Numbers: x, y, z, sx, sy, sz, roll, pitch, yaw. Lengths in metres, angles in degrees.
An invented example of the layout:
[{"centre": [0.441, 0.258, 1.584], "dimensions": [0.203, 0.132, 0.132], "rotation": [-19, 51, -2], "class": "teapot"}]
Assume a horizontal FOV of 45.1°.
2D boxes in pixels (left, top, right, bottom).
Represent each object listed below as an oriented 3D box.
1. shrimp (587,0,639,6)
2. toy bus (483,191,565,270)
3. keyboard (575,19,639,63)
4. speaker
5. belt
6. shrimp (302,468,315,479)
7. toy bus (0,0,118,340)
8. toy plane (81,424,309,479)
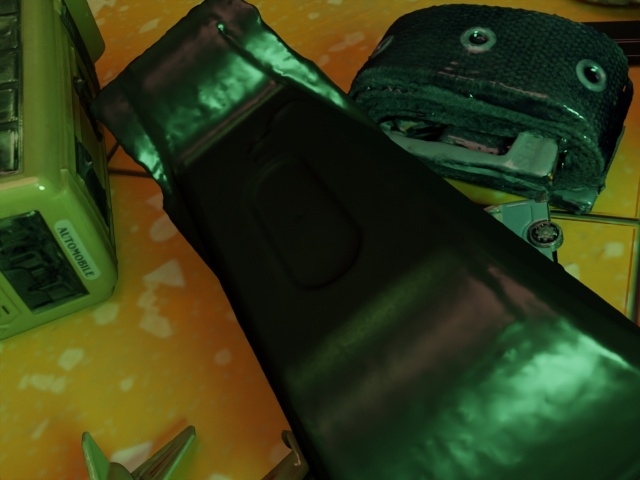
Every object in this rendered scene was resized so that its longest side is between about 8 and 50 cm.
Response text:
[{"centre": [0.383, -0.282, 0.736], "dimensions": [0.317, 0.077, 0.168], "rotation": [6, 61, 26], "class": "shrimp"}, {"centre": [0.131, 0.031, 0.530], "dimensions": [0.075, 0.060, 0.123], "rotation": [-6, 50, 16], "class": "toy bus"}, {"centre": [0.265, -0.184, 0.716], "dimensions": [0.202, 0.011, 0.067], "rotation": [4, 49, 19], "class": "keyboard"}, {"centre": [0.000, 0.000, 0.453], "dimensions": [0.180, 0.184, 0.388], "rotation": [-42, 36, 2], "class": "speaker"}, {"centre": [0.123, -0.102, 0.608], "dimensions": [0.218, 0.122, 0.128], "rotation": [17, 58, 27], "class": "belt"}, {"centre": [0.145, 0.149, 0.402], "dimensions": [0.445, 0.085, 0.272], "rotation": [-32, 38, -4], "class": "shrimp"}, {"centre": [-0.293, -0.096, 0.692], "dimensions": [0.201, 0.177, 0.365], "rotation": [-16, 50, -3], "class": "toy bus"}, {"centre": [-0.107, 0.195, 0.410], "dimensions": [0.242, 0.104, 0.256], "rotation": [-25, 31, -5], "class": "toy plane"}]
